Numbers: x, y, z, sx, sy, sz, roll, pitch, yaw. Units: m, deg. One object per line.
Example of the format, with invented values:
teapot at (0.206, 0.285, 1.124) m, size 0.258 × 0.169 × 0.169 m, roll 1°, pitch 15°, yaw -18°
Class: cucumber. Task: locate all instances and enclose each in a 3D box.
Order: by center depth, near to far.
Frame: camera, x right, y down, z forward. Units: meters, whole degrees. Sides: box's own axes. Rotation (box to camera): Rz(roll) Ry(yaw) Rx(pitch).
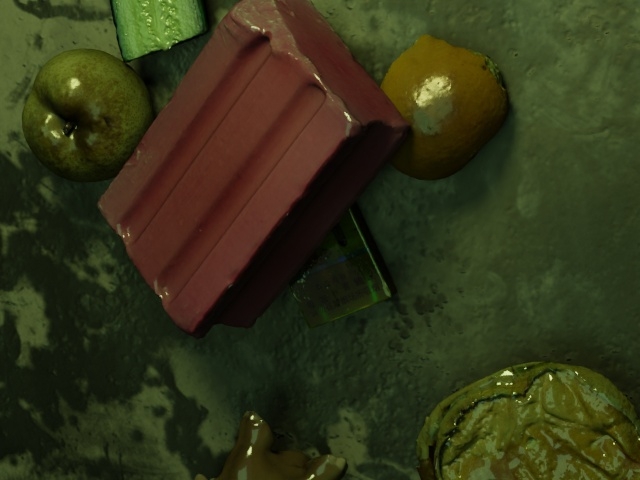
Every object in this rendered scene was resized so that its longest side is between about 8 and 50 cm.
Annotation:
cucumber at (-0.191, -0.283, 1.781) m, size 0.117 × 0.062 × 0.115 m, roll -9°, pitch 103°, yaw 15°

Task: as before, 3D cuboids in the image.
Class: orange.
orange at (0.132, -0.145, 1.679) m, size 0.160 × 0.112 × 0.169 m, roll -6°, pitch 114°, yaw 21°

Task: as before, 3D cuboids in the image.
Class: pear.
pear at (-0.288, -0.151, 1.811) m, size 0.167 × 0.136 × 0.167 m, roll 3°, pitch 114°, yaw 8°

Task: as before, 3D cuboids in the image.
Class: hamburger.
hamburger at (0.256, 0.272, 1.730) m, size 0.285 × 0.134 × 0.265 m, roll -26°, pitch 92°, yaw 17°

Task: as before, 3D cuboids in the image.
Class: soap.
soap at (-0.088, -0.086, 1.709) m, size 0.359 × 0.128 × 0.233 m, roll -51°, pitch 63°, yaw 30°

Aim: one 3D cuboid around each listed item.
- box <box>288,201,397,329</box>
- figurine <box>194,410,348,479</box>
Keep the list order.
box at (0.000, 0.000, 1.805) m, size 0.121 × 0.030 × 0.193 m, roll -23°, pitch 96°, yaw 24°
figurine at (-0.096, 0.353, 1.871) m, size 0.177 × 0.173 × 0.247 m, roll 27°, pitch 81°, yaw 7°
